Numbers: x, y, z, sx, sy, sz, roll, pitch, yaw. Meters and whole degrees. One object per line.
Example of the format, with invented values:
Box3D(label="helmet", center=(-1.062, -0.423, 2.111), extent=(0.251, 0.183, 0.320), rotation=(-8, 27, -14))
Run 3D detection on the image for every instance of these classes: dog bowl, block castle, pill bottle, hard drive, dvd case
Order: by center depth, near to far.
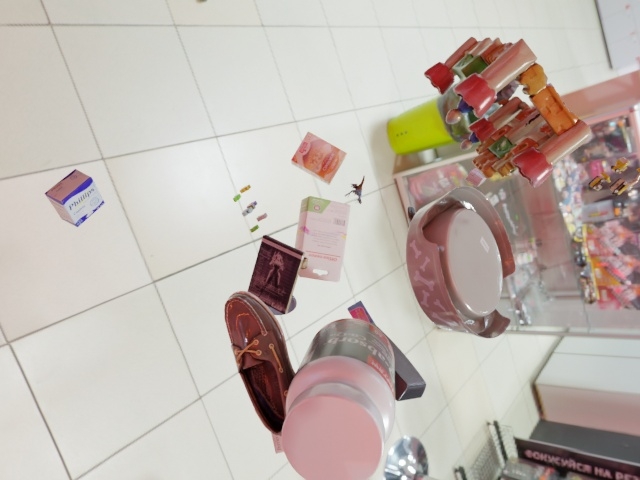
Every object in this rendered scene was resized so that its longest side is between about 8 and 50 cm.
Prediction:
Box3D(label="pill bottle", center=(0.047, 0.309, 0.894), extent=(0.363, 0.210, 0.210), rotation=(-43, 117, -78))
Box3D(label="dog bowl", center=(0.328, 0.052, 1.018), extent=(0.349, 0.102, 0.348), rotation=(13, 70, -41))
Box3D(label="block castle", center=(0.421, -0.321, 1.096), extent=(0.303, 0.213, 0.453), rotation=(44, 20, -17))
Box3D(label="hard drive", center=(0.174, 0.320, 1.203), extent=(0.054, 0.254, 0.172), rotation=(-51, 144, 13))
Box3D(label="dvd case", center=(-0.150, 0.111, 1.447), extent=(0.018, 0.165, 0.221), rotation=(-11, 121, -62))

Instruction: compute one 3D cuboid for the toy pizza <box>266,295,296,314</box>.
Box3D(label="toy pizza", center=(-0.198, 0.247, 1.844), extent=(0.201, 0.201, 0.032), rotation=(41, 37, -30))

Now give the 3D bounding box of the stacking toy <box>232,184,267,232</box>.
Box3D(label="stacking toy", center=(-0.311, -0.138, 1.899), extent=(0.166, 0.052, 0.221), rotation=(61, 16, -17))

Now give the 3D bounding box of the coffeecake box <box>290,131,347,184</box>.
Box3D(label="coffeecake box", center=(-0.007, -0.337, 1.807), extent=(0.186, 0.068, 0.142), rotation=(29, 84, 0))

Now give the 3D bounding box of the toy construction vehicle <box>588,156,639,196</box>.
Box3D(label="toy construction vehicle", center=(0.727, -0.149, 1.075), extent=(0.035, 0.098, 0.085), rotation=(31, 24, -19))

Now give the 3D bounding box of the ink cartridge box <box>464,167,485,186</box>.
Box3D(label="ink cartridge box", center=(0.501, -0.203, 1.404), extent=(0.048, 0.028, 0.083), rotation=(39, 38, 18))

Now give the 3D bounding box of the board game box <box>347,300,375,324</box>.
Box3D(label="board game box", center=(0.224, 0.404, 1.711), extent=(0.316, 0.064, 0.242), rotation=(58, 0, 22))

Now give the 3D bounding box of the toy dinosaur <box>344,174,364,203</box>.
Box3D(label="toy dinosaur", center=(0.113, -0.135, 1.256), extent=(0.082, 0.090, 0.047), rotation=(14, 45, -62))

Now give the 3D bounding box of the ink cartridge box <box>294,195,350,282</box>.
Box3D(label="ink cartridge box", center=(0.000, 0.000, 1.944), extent=(0.207, 0.119, 0.353), rotation=(11, 83, -20))

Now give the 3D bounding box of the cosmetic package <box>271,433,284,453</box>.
Box3D(label="cosmetic package", center=(-0.006, 0.649, 1.661), extent=(0.366, 0.155, 0.196), rotation=(-15, 86, 2))

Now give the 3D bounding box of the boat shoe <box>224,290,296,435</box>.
Box3D(label="boat shoe", center=(-0.133, 0.266, 0.970), extent=(0.324, 0.117, 0.097), rotation=(67, 15, 3))

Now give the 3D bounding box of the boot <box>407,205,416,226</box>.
Box3D(label="boot", center=(0.392, -0.060, 1.662), extent=(0.219, 0.106, 0.082), rotation=(-92, 167, -46))

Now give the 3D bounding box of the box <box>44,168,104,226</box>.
Box3D(label="box", center=(-0.792, -0.136, 1.423), extent=(0.072, 0.137, 0.126), rotation=(26, 58, 13))

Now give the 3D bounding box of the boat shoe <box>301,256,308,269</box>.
Box3D(label="boat shoe", center=(-0.118, 0.066, 1.757), extent=(0.056, 0.153, 0.048), rotation=(-30, 138, -52))
